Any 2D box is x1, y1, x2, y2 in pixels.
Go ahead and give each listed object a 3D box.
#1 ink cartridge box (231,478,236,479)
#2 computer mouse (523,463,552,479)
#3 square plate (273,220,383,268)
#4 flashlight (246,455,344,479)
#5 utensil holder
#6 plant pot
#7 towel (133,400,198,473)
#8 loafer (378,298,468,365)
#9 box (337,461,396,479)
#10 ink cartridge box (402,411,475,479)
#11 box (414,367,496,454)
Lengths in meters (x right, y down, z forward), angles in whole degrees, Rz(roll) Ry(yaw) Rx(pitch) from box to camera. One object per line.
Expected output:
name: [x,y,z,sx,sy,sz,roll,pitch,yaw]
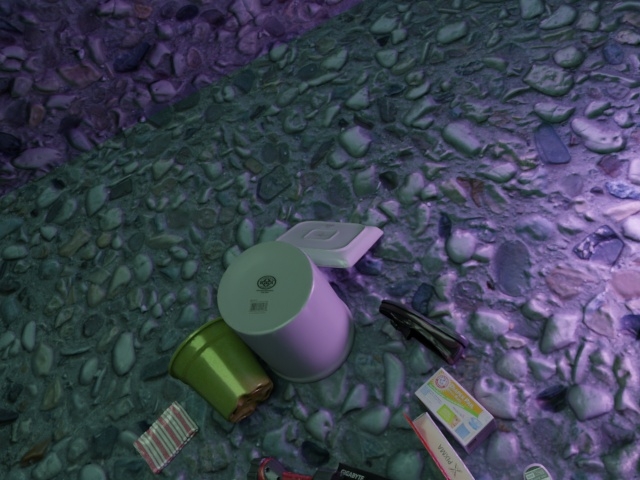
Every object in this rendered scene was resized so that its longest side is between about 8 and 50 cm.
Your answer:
ink cartridge box: [-0.289,0.801,1.793,0.104,0.060,0.180,-23,54,7]
computer mouse: [0.583,0.666,1.552,0.106,0.042,0.193,-25,59,11]
square plate: [0.000,0.000,2.070,0.346,0.049,0.344,5,22,24]
flashlight: [-0.070,0.667,1.713,0.303,0.103,0.103,-12,44,39]
utensil holder: [-0.099,0.222,1.885,0.327,0.385,0.328,-10,55,15]
plant pot: [-0.294,0.424,1.934,0.276,0.276,0.254,-43,66,-9]
towel: [-0.506,0.642,1.999,0.197,0.029,0.144,-46,55,-11]
loafer: [0.299,0.278,1.871,0.302,0.109,0.095,24,75,29]
box: [0.102,0.754,1.581,0.295,0.073,0.294,-4,52,51]
ink cartridge box: [0.332,0.571,1.584,0.060,0.239,0.275,-34,54,-2]
box: [0.377,0.475,1.711,0.114,0.103,0.203,-42,54,-7]
